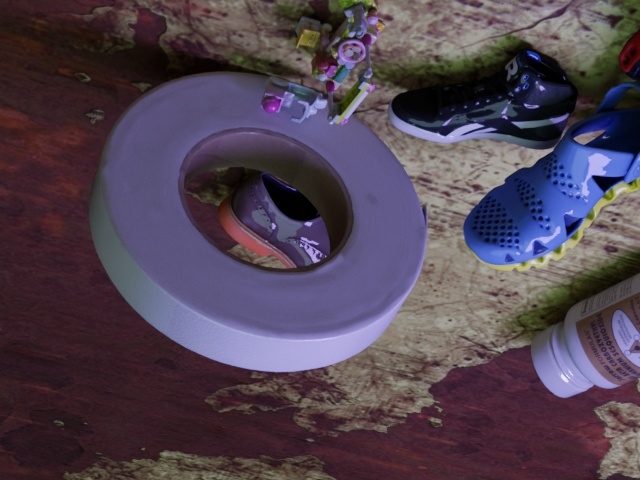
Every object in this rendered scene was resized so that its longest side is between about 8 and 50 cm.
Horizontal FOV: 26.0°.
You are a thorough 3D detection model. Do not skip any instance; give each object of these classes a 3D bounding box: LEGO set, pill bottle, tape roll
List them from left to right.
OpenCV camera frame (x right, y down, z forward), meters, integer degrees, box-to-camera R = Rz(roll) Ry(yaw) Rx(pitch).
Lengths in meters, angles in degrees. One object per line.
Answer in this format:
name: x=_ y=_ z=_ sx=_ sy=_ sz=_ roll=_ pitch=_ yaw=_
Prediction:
tape roll: x=-0.068 y=-0.030 z=1.588 sx=0.392 sy=0.392 sz=0.072 roll=16 pitch=139 yaw=-11
LEGO set: x=0.013 y=-0.232 z=1.540 sx=0.132 sy=0.107 sz=0.287 roll=5 pitch=138 yaw=-6
pill bottle: x=0.412 y=0.132 z=1.919 sx=0.131 sy=0.131 sz=0.229 roll=34 pitch=133 yaw=-30

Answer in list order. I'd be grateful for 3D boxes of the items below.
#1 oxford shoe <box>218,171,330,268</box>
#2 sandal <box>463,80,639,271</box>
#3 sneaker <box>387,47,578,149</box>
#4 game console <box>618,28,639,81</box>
oxford shoe: x=0.000 y=0.000 z=1.846 sx=0.271 sy=0.097 sz=0.098 roll=27 pitch=130 yaw=-24
sandal: x=0.299 y=-0.086 z=1.609 sx=0.317 sy=0.126 sz=0.138 roll=-35 pitch=144 yaw=-1
sneaker: x=0.194 y=-0.178 z=1.623 sx=0.217 sy=0.079 sz=0.121 roll=4 pitch=138 yaw=-11
game console: x=0.528 y=-0.228 z=1.317 sx=0.386 sy=0.060 sz=0.342 roll=9 pitch=149 yaw=-30
